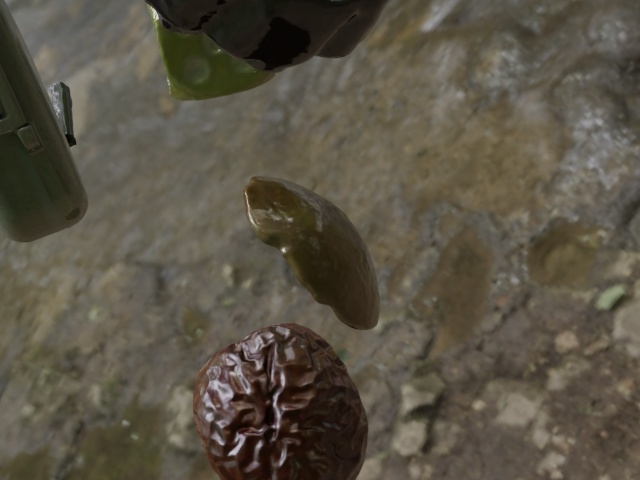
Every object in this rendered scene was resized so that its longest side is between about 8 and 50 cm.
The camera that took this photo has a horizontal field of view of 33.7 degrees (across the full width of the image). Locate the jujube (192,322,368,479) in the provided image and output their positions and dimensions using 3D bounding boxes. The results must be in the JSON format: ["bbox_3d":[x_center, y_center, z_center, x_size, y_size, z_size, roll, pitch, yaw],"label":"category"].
[{"bbox_3d":[-0.049,0.230,1.350,0.213,0.213,0.232,-36,74,30],"label":"jujube"}]

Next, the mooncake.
[{"bbox_3d":[-0.064,-0.292,1.056,0.141,0.283,0.283,128,154,-46],"label":"mooncake"}]

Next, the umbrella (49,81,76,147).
[{"bbox_3d":[-0.412,-0.201,1.690,0.031,0.036,0.133,-18,55,6],"label":"umbrella"}]

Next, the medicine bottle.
[{"bbox_3d":[-0.385,-0.188,1.191,0.123,0.375,0.282,-24,22,-12],"label":"medicine bottle"}]

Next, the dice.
[{"bbox_3d":[-0.165,-0.315,1.610,0.169,0.169,0.166,-13,23,-5],"label":"dice"}]

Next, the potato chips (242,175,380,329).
[{"bbox_3d":[0.001,0.000,1.022,0.062,0.208,0.195,-39,43,8],"label":"potato chips"}]
